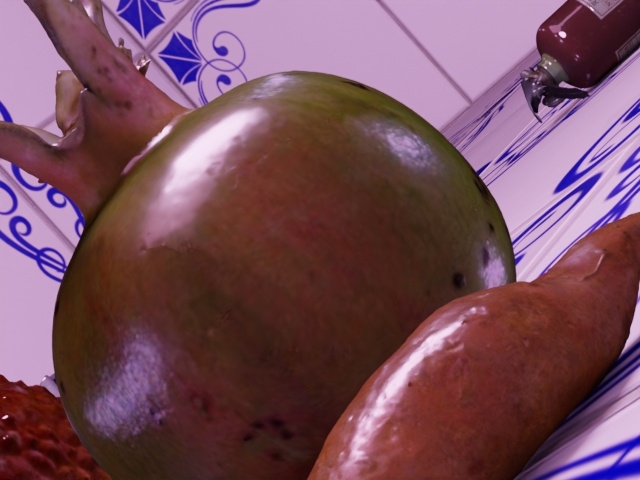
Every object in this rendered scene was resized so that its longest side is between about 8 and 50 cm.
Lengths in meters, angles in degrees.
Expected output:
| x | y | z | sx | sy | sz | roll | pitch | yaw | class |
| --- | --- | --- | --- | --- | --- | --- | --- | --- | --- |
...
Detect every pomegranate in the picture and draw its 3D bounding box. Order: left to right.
| x | y | z | sx | sy | sz | roll | pitch | yaw | class |
| --- | --- | --- | --- | --- | --- | --- | --- | --- | --- |
| -0.038 | 0.003 | 0.736 | 0.181 | 0.224 | 0.181 | -50 | 0 | -1 | pomegranate |

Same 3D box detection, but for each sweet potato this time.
| x | y | z | sx | sy | sz | roll | pitch | yaw | class |
| --- | --- | --- | --- | --- | --- | --- | --- | --- | --- |
| 0.055 | 0.039 | 0.588 | 0.195 | 0.056 | 0.056 | -39 | 0 | -31 | sweet potato |

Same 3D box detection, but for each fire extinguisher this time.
| x | y | z | sx | sy | sz | roll | pitch | yaw | class |
| --- | --- | --- | --- | --- | --- | --- | --- | --- | --- |
| 0.248 | -0.184 | 1.664 | 0.231 | 0.071 | 0.099 | -43 | 30 | -10 | fire extinguisher |

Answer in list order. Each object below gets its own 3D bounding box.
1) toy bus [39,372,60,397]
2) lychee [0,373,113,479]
| x | y | z | sx | sy | sz | roll | pitch | yaw | class |
| --- | --- | --- | --- | --- | --- | --- | --- | --- | --- |
| -0.101 | 0.100 | 1.438 | 0.209 | 0.126 | 0.136 | -43 | -7 | -19 | toy bus |
| -0.186 | 0.157 | 1.056 | 0.194 | 0.194 | 0.194 | -42 | 2 | 1 | lychee |
